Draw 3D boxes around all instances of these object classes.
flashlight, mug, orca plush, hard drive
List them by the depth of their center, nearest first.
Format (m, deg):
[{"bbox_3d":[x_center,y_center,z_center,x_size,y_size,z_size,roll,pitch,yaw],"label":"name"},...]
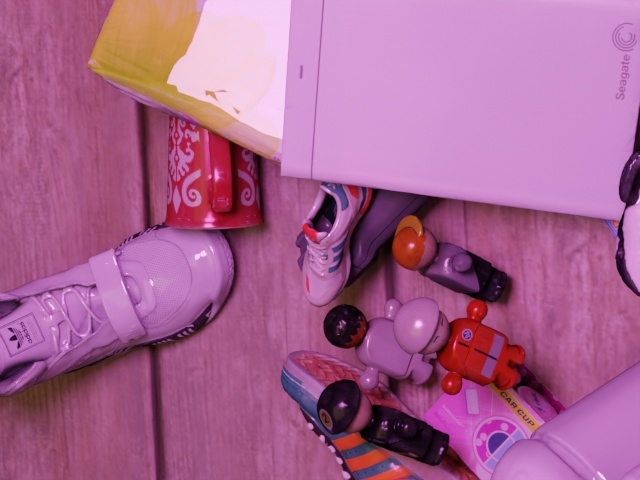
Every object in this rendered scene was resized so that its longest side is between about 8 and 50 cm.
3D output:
[{"bbox_3d":[0.333,-0.093,1.838,0.102,0.151,0.287,30,122,58],"label":"orca plush"},{"bbox_3d":[0.142,-0.154,1.886,0.353,0.047,0.233,8,113,8],"label":"hard drive"},{"bbox_3d":[0.086,-0.072,2.043,0.103,0.103,0.304,50,125,7],"label":"flashlight"},{"bbox_3d":[-0.111,-0.101,2.138,0.150,0.113,0.169,8,101,53],"label":"mug"}]

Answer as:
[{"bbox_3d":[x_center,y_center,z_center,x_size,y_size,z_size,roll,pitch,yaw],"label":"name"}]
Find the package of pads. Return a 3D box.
[{"bbox_3d":[-0.077,-0.218,2.022,0.296,0.101,0.229,23,93,6],"label":"package of pads"}]

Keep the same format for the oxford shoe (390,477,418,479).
[{"bbox_3d":[0.188,0.388,1.943,0.397,0.146,0.140,22,115,24],"label":"oxford shoe"}]

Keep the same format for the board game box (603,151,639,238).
[{"bbox_3d":[0.392,-0.044,1.892,0.211,0.039,0.160,-40,79,30],"label":"board game box"}]

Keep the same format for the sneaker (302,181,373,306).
[{"bbox_3d":[0.000,0.000,2.011,0.057,0.075,0.161,32,116,28],"label":"sneaker"}]

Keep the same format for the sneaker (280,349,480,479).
[{"bbox_3d":[0.063,0.245,2.112,0.302,0.108,0.121,37,112,18],"label":"sneaker"}]

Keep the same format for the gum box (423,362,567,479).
[{"bbox_3d":[0.209,0.209,2.042,0.188,0.062,0.107,47,119,14],"label":"gum box"}]

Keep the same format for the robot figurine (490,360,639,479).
[{"bbox_3d":[0.308,0.238,1.838,0.200,0.353,0.300,56,165,12],"label":"robot figurine"}]

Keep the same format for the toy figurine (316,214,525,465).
[{"bbox_3d":[0.095,0.106,1.991,0.148,0.209,0.213,25,125,-22],"label":"toy figurine"}]

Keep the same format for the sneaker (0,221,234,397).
[{"bbox_3d":[-0.280,0.090,2.224,0.366,0.210,0.137,-24,88,33],"label":"sneaker"}]
